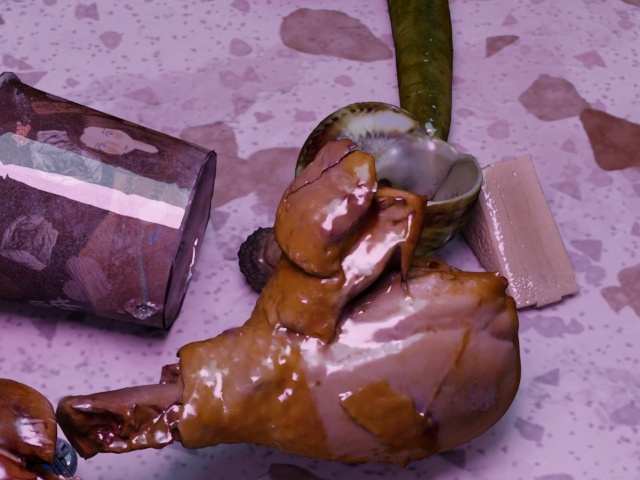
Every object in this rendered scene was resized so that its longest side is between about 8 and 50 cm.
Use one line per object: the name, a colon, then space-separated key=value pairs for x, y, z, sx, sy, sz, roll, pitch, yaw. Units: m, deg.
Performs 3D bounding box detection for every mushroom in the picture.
mushroom: x=-0.240 y=0.169 z=1.270 sx=0.170 sy=0.080 sz=0.135 roll=9 pitch=77 yaw=30

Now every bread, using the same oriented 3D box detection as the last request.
bread: x=0.181 y=-0.001 z=1.664 sx=0.077 sy=0.105 sz=0.152 roll=-14 pitch=81 yaw=-17

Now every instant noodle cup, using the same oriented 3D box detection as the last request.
instant noodle cup: x=-0.213 y=-0.024 z=1.547 sx=0.207 sy=0.217 sz=0.217 roll=14 pitch=47 yaw=2

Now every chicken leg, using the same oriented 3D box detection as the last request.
chicken leg: x=-0.020 y=0.066 z=1.396 sx=0.409 sy=0.295 sz=0.182 roll=-11 pitch=26 yaw=-21

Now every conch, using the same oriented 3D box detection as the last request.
conch: x=0.067 y=-0.050 z=1.631 sx=0.187 sy=0.124 sz=0.181 roll=4 pitch=43 yaw=14

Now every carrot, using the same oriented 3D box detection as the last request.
carrot: x=0.107 y=-0.218 z=1.836 sx=0.074 sy=0.074 sz=0.358 roll=-1 pitch=48 yaw=-4

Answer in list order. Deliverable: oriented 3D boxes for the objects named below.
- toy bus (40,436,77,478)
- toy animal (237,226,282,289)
toy bus: x=-0.232 y=0.228 z=1.350 sx=0.134 sy=0.113 sz=0.246 roll=-39 pitch=56 yaw=-8
toy animal: x=0.001 y=0.015 z=1.546 sx=0.220 sy=0.069 sz=0.086 roll=-11 pitch=63 yaw=35
